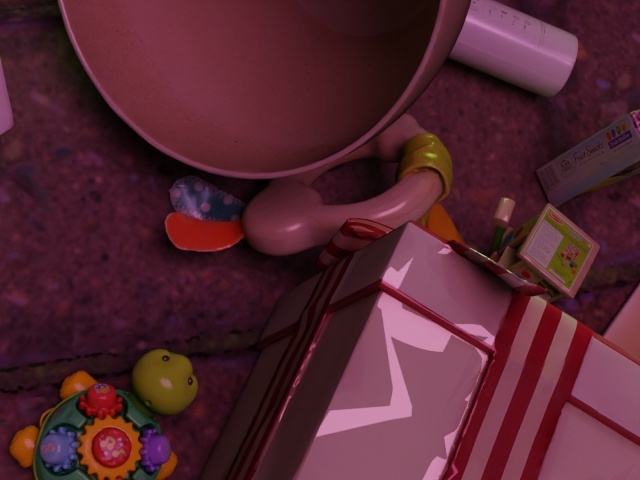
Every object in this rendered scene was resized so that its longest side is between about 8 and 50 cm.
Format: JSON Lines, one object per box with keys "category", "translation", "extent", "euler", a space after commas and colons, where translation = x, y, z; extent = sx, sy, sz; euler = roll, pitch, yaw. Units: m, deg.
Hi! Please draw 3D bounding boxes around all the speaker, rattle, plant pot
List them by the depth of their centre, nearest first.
{"category": "plant pot", "translation": [-0.009, -0.197, 0.983], "extent": [0.284, 0.284, 0.191], "euler": [62, 31, 2]}
{"category": "rattle", "translation": [0.000, 0.000, 1.043], "extent": [0.199, 0.143, 0.130], "euler": [-27, 55, -10]}
{"category": "speaker", "translation": [0.127, -0.156, 1.117], "extent": [0.136, 0.055, 0.055], "euler": [19, 70, -16]}

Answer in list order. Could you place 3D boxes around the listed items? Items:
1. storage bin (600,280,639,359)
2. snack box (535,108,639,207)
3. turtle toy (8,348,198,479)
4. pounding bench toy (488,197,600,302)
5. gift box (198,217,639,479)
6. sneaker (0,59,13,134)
{"category": "storage bin", "translation": [0.347, 0.046, 1.044], "extent": [0.123, 0.260, 0.262], "euler": [45, 65, -10]}
{"category": "snack box", "translation": [0.238, -0.072, 1.092], "extent": [0.100, 0.141, 0.037], "euler": [-22, 85, -24]}
{"category": "turtle toy", "translation": [-0.131, 0.124, 0.939], "extent": [0.095, 0.066, 0.130], "euler": [43, 66, -7]}
{"category": "pounding bench toy", "translation": [0.147, 0.007, 1.077], "extent": [0.083, 0.065, 0.052], "euler": [39, 59, -10]}
{"category": "gift box", "translation": [0.082, 0.145, 0.911], "extent": [0.255, 0.276, 0.258], "euler": [33, 66, -17]}
{"category": "sneaker", "translation": [-0.331, -0.178, 0.887], "extent": [0.182, 0.127, 0.316], "euler": [-30, 110, -15]}
